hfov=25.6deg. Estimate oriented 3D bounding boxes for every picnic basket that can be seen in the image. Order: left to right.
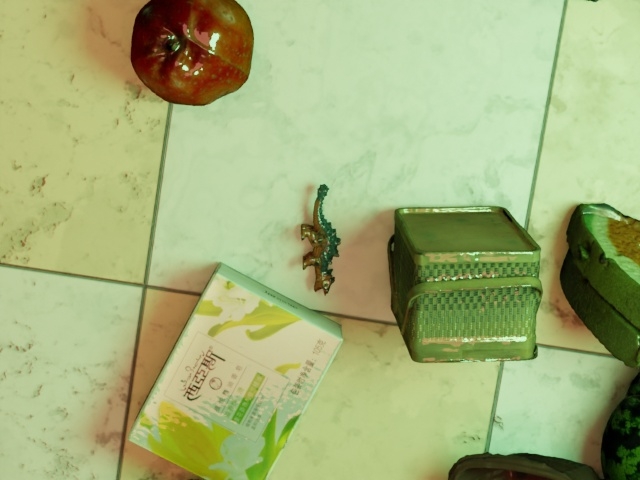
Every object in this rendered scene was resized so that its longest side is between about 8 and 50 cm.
[{"bbox_3d":[0.178,0.050,1.795,0.165,0.267,0.139,-1,105,-4],"label":"picnic basket"},{"bbox_3d":[0.294,0.414,1.881,0.222,0.129,0.297,3,102,36],"label":"picnic basket"}]

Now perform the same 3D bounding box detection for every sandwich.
[{"bbox_3d":[0.417,0.063,1.828,0.212,0.292,0.109,0,123,-39],"label":"sandwich"}]

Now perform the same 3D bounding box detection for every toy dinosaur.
[{"bbox_3d":[0.000,0.000,1.888,0.055,0.049,0.154,1,103,1],"label":"toy dinosaur"}]

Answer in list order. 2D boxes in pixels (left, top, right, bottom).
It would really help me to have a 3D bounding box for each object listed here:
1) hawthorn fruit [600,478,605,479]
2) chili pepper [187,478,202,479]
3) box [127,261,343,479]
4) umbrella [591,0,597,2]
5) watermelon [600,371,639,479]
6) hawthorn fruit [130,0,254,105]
[{"bbox_3d":[0.385,0.370,1.938,0.093,0.093,0.093,0,98,-1],"label":"hawthorn fruit"},{"bbox_3d":[-0.109,0.415,1.922,0.387,0.110,0.110,31,96,-10],"label":"chili pepper"},{"bbox_3d":[-0.113,0.189,1.884,0.194,0.111,0.260,27,99,-4],"label":"box"},{"bbox_3d":[0.358,-0.425,1.830,0.071,0.080,0.224,21,95,31],"label":"umbrella"},{"bbox_3d":[0.499,0.271,1.840,0.269,0.269,0.269,0,98,-1],"label":"watermelon"},{"bbox_3d":[-0.167,-0.247,1.780,0.157,0.194,0.157,1,97,10],"label":"hawthorn fruit"}]
